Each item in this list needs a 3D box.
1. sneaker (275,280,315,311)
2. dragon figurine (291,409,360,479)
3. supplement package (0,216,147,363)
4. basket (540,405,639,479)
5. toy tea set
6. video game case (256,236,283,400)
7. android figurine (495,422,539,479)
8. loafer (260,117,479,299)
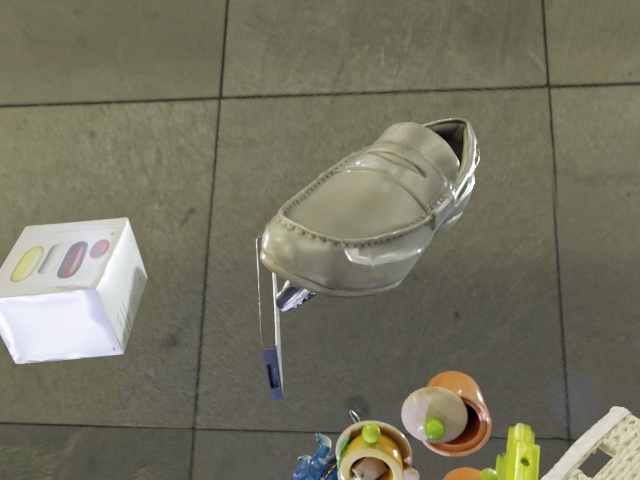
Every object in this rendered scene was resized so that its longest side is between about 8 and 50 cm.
[{"bbox_3d":[0.000,0.000,1.175,0.124,0.107,0.283,47,113,8],"label":"sneaker"},{"bbox_3d":[-0.010,0.405,1.121,0.085,0.289,0.144,38,38,-2],"label":"dragon figurine"},{"bbox_3d":[-0.430,0.082,1.174,0.194,0.149,0.203,-6,36,3],"label":"supplement package"},{"bbox_3d":[0.630,0.591,1.372,0.328,0.332,0.266,-30,32,-27],"label":"basket"},{"bbox_3d":[0.106,0.302,0.716,0.199,0.124,0.336,-6,109,13],"label":"toy tea set"},{"bbox_3d":[-0.109,0.172,1.486,0.035,0.248,0.275,-5,54,-3],"label":"video game case"},{"bbox_3d":[0.279,0.419,1.020,0.056,0.248,0.273,15,43,11],"label":"android figurine"},{"bbox_3d":[0.055,-0.043,0.555,0.112,0.319,0.112,25,115,17],"label":"loafer"}]
